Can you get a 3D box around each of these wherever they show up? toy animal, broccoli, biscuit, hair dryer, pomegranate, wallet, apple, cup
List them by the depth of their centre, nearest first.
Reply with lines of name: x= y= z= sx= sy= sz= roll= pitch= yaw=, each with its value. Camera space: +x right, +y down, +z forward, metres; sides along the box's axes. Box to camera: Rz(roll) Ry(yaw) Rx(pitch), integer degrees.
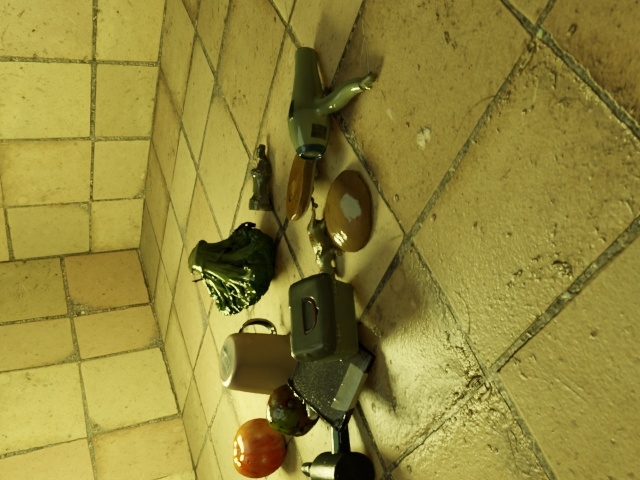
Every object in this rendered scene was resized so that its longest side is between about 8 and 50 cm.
hair dryer: x=0.006 y=-0.389 z=1.488 sx=0.298 sy=0.119 sz=0.295 roll=-45 pitch=50 yaw=38
wallet: x=0.027 y=0.335 z=1.555 sx=0.262 sy=0.071 sz=0.220 roll=31 pitch=99 yaw=55
toy animal: x=0.000 y=0.000 z=1.595 sx=0.099 sy=0.057 sz=0.241 roll=-49 pitch=53 yaw=56
hair dryer: x=0.035 y=0.525 z=1.614 sx=0.244 sy=0.116 sz=0.302 roll=146 pitch=126 yaw=-60
biscuit: x=-0.049 y=-0.153 z=1.627 sx=0.181 sy=0.049 sz=0.208 roll=149 pitch=127 yaw=-71
pomegranate: x=-0.080 y=0.500 z=1.772 sx=0.205 sy=0.159 sz=0.159 roll=74 pitch=-179 yaw=-73
cup: x=-0.203 y=0.355 z=1.882 sx=0.191 sy=0.201 sz=0.252 roll=-51 pitch=37 yaw=43
broccoli: x=-0.289 y=0.100 z=1.949 sx=0.321 sy=0.284 sz=0.303 roll=-53 pitch=36 yaw=30
apple: x=-0.217 y=0.713 z=2.061 sx=0.209 sy=0.164 sz=0.209 roll=12 pitch=103 yaw=62

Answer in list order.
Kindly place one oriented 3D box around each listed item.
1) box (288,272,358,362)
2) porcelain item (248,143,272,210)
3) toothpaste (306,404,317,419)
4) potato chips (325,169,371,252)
box: x=0.007 y=0.194 z=1.481 sx=0.148 sy=0.129 sz=0.210 roll=-24 pitch=60 yaw=39
porcelain item: x=-0.191 y=-0.203 z=1.934 sx=0.081 sy=0.069 sz=0.215 roll=-158 pitch=70 yaw=-66
toothpaste: x=-0.026 y=0.406 z=1.702 sx=0.218 sy=0.033 sz=0.052 roll=-95 pitch=16 yaw=-49
potato chips: x=0.054 y=-0.068 z=1.471 sx=0.195 sy=0.062 sz=0.208 roll=64 pitch=145 yaw=31
